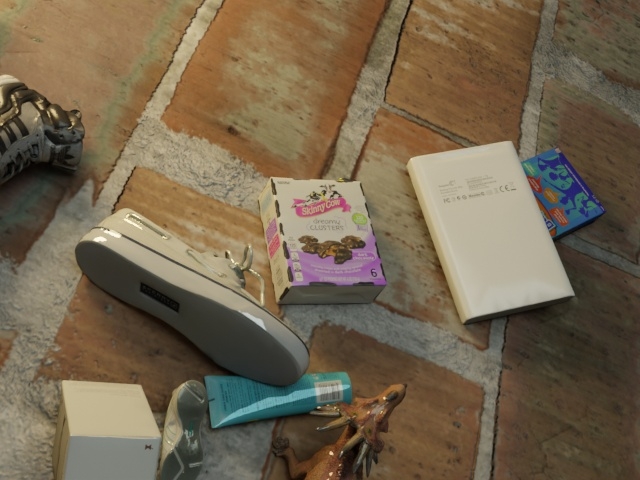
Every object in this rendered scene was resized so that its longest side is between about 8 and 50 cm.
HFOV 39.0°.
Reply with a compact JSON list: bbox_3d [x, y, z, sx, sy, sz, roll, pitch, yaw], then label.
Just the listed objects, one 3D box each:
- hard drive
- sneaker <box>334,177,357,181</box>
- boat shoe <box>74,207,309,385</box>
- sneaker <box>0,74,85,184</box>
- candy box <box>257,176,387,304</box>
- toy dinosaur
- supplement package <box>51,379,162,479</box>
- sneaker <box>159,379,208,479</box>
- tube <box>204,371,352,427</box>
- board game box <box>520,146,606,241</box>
[{"bbox_3d":[0.292,-0.020,1.570,0.203,0.040,0.307,-11,68,-15],"label":"hard drive"},{"bbox_3d":[0.031,-0.089,1.542,0.083,0.031,0.035,4,45,-27],"label":"sneaker"},{"bbox_3d":[-0.158,0.062,1.301,0.367,0.135,0.156,28,46,9],"label":"boat shoe"},{"bbox_3d":[-0.424,-0.126,1.295,0.153,0.101,0.268,17,45,-14],"label":"sneaker"},{"bbox_3d":[0.000,0.000,1.441,0.165,0.070,0.196,0,60,-24],"label":"candy box"},{"bbox_3d":[0.014,0.323,1.162,0.127,0.200,0.295,19,55,-13],"label":"toy dinosaur"},{"bbox_3d":[-0.261,0.248,1.084,0.105,0.179,0.105,8,98,-20],"label":"supplement package"},{"bbox_3d":[-0.185,0.264,1.206,0.054,0.061,0.152,16,73,-24],"label":"sneaker"},{"bbox_3d":[-0.059,0.222,1.292,0.207,0.052,0.080,-1,48,-19],"label":"tube"},{"bbox_3d":[0.412,-0.075,1.691,0.210,0.047,0.160,-23,72,-32],"label":"board game box"}]
